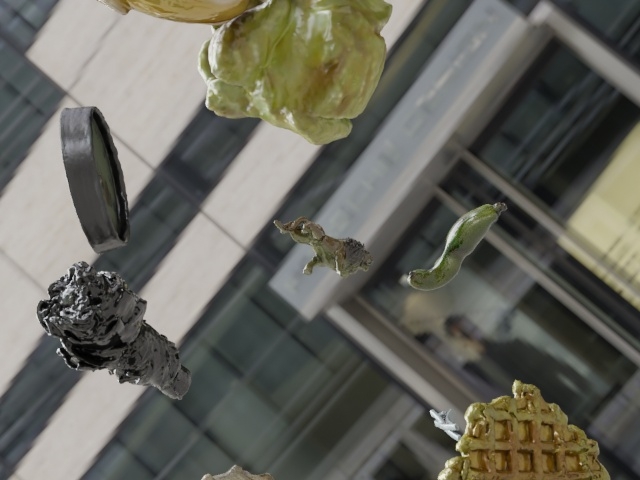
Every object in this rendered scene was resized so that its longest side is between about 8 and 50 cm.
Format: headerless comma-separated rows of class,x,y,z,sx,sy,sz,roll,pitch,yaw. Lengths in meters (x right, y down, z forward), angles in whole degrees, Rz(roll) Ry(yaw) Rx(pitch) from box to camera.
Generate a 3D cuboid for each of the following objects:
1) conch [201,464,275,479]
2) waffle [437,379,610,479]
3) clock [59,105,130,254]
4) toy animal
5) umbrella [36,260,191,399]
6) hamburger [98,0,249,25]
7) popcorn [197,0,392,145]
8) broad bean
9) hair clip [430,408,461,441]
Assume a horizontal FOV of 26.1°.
conch,-0.070,0.386,1.659,0.186,0.263,0.324,-61,6,-23
waffle,0.274,0.335,1.823,0.291,0.291,0.051,-42,8,-30
clock,-0.272,-0.075,1.681,0.040,0.184,0.184,-13,-14,1
toy animal,-0.002,0.015,2.139,0.069,0.086,0.220,-18,-30,33
umbrella,-0.299,0.138,2.078,0.336,0.128,0.154,36,-127,-61
hamburger,-0.218,-0.392,1.798,0.261,0.302,0.186,-12,-47,-53
popcorn,-0.042,-0.272,1.985,0.276,0.276,0.225,-30,-35,-57
broad bean,0.234,0.008,2.351,0.213,0.048,0.070,-45,-55,-4
hair clip,0.210,0.293,2.220,0.039,0.030,0.115,-25,11,-5
